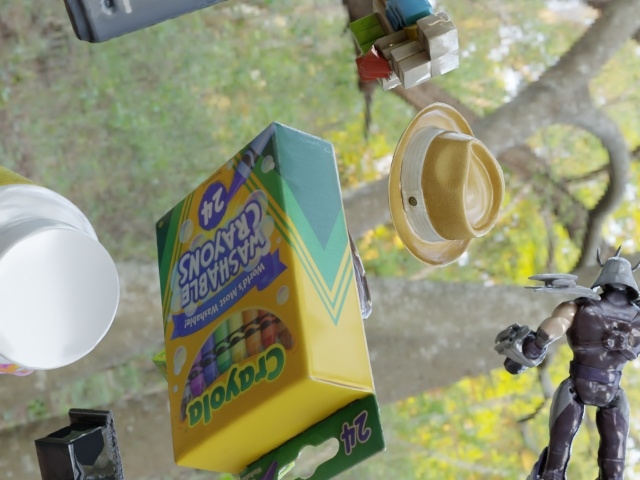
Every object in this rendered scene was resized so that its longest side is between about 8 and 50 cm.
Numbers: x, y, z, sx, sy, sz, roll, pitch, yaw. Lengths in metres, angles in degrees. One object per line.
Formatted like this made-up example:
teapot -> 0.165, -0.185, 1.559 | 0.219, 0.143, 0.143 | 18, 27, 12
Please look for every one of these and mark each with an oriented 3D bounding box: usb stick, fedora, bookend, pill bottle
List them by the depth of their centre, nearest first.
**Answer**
usb stick -> -0.091, -0.246, 1.114 | 0.045, 0.278, 0.077 | -123, -164, -49
pill bottle -> -0.347, 0.019, 1.325 | 0.334, 0.188, 0.187 | 21, -54, 53
fedora -> 0.159, -0.063, 1.467 | 0.079, 0.194, 0.194 | 5, -68, 42
bookend -> -0.309, 0.297, 1.482 | 0.072, 0.157, 0.156 | -2, -78, 36

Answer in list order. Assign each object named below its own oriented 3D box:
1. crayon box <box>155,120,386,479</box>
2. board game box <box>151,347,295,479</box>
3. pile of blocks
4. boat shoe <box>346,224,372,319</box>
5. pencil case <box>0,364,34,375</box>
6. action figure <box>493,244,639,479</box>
crayon box -> -0.058, 0.077, 1.181 | 0.203, 0.083, 0.322 | -37, -130, 37
board game box -> -0.112, 0.197, 1.453 | 0.181, 0.043, 0.092 | 57, -28, -14
pile of blocks -> 0.096, -0.290, 1.827 | 0.362, 0.113, 0.148 | -154, -139, -81
boat shoe -> 0.000, 0.000, 1.424 | 0.073, 0.073, 0.206 | -19, -94, 39
pencil case -> -0.512, 0.114, 1.738 | 0.124, 0.284, 0.124 | -14, -111, 42
action figure -> 0.245, 0.142, 1.148 | 0.099, 0.185, 0.284 | 57, 44, -84
